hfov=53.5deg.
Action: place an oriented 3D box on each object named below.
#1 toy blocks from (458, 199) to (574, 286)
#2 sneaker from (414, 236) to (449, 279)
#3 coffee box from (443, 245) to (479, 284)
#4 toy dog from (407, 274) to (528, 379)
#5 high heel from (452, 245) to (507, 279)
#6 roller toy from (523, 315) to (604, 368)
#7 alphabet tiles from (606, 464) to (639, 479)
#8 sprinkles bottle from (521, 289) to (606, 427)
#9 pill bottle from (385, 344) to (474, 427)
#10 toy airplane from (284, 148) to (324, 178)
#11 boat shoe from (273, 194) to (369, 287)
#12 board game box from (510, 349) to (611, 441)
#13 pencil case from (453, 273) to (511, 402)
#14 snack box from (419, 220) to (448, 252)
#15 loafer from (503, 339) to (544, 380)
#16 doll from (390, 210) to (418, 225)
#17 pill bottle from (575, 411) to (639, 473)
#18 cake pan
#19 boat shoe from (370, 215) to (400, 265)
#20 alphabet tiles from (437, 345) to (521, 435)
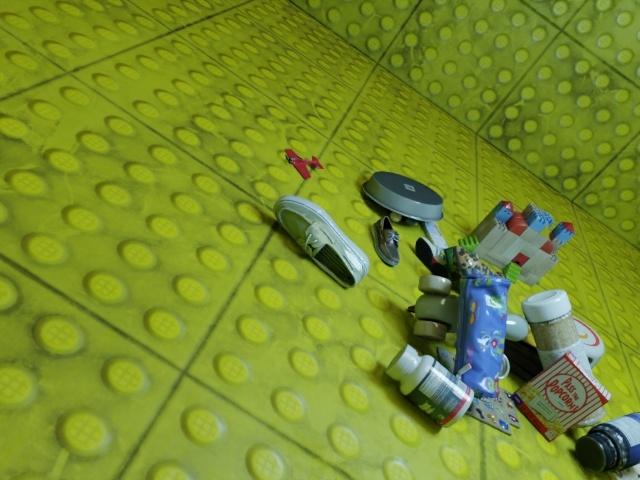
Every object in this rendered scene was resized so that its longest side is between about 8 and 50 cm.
[{"bbox_3d":[0.719,-0.010,2.252,0.381,0.261,0.190,27,30,-16],"label":"toy blocks"},{"bbox_3d":[0.360,0.057,1.981,0.075,0.057,0.161,-8,56,-54],"label":"sneaker"},{"bbox_3d":[0.449,0.086,1.974,0.184,0.040,0.113,17,58,-51],"label":"coffee box"},{"bbox_3d":[0.363,0.208,1.669,0.334,0.220,0.161,36,-16,-14],"label":"toy dog"},{"bbox_3d":[0.481,0.077,1.911,0.261,0.093,0.186,-23,87,-59],"label":"high heel"},{"bbox_3d":[0.729,0.323,1.900,0.209,0.146,0.191,-5,39,-45],"label":"roller toy"},{"bbox_3d":[0.875,0.638,1.732,0.284,0.021,0.278,-2,47,-48],"label":"alphabet tiles"},{"bbox_3d":[0.647,0.314,1.691,0.121,0.121,0.355,-26,98,-58],"label":"sprinkles bottle"},{"bbox_3d":[0.239,0.320,1.414,0.180,0.108,0.108,39,29,4],"label":"pill bottle"},{"bbox_3d":[-0.049,-0.245,1.999,0.151,0.028,0.151,26,30,-16],"label":"toy airplane"},{"bbox_3d":[0.000,0.000,1.621,0.302,0.109,0.094,39,31,-3],"label":"boat shoe"},{"bbox_3d":[0.606,0.394,1.606,0.146,0.193,0.045,50,28,17],"label":"board game box"},{"bbox_3d":[0.378,0.228,1.517,0.133,0.119,0.306,21,73,-41],"label":"pencil case"},{"bbox_3d":[0.380,-0.031,2.160,0.064,0.022,0.178,19,34,-28],"label":"snack box"},{"bbox_3d":[0.518,0.267,1.803,0.302,0.095,0.109,40,29,6],"label":"loafer"},{"bbox_3d":[0.275,-0.093,2.111,0.129,0.046,0.189,33,26,16],"label":"doll"},{"bbox_3d":[0.772,0.527,1.643,0.219,0.122,0.122,-7,48,-27],"label":"pill bottle"},{"bbox_3d":[0.285,-0.154,2.125,0.293,0.054,0.293,18,23,-8],"label":"cake pan"},{"bbox_3d":[0.198,-0.004,1.878,0.066,0.066,0.183,17,35,-32],"label":"boat shoe"},{"bbox_3d":[0.400,0.383,1.600,0.237,0.009,0.198,29,30,-15],"label":"alphabet tiles"}]
